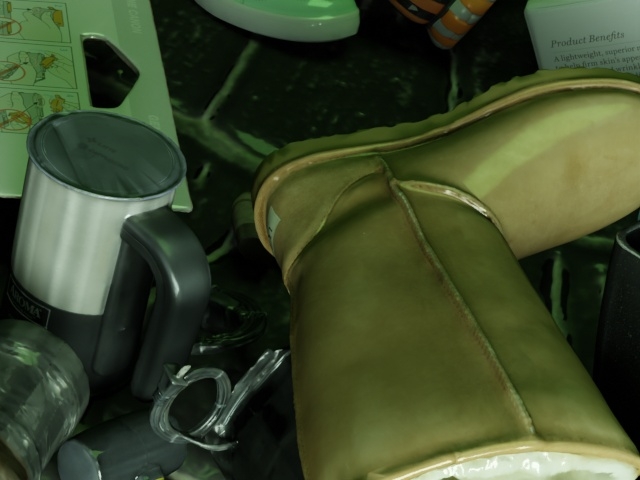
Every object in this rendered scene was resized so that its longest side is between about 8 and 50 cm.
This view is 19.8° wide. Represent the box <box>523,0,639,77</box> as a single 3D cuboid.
[{"bbox_3d":[0.258,-0.169,1.358,0.181,0.119,0.182,-7,29,18],"label":"box"}]

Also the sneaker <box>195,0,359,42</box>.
[{"bbox_3d":[-0.059,-0.260,1.386,0.256,0.151,0.094,38,37,27],"label":"sneaker"}]

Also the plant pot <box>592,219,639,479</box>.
[{"bbox_3d":[0.257,0.086,1.006,0.188,0.167,0.187,35,38,27],"label":"plant pot"}]

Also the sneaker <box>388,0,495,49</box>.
[{"bbox_3d":[0.094,-0.295,1.485,0.180,0.124,0.321,39,33,-6],"label":"sneaker"}]

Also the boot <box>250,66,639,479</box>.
[{"bbox_3d":[0.092,0.031,0.840,0.236,0.089,0.269,-16,32,-3],"label":"boot"}]

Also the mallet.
[{"bbox_3d":[-0.060,0.155,0.889,0.062,0.039,0.190,-11,46,-37],"label":"mallet"}]

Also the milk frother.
[{"bbox_3d":[-0.093,0.006,0.997,0.129,0.135,0.143,28,35,15],"label":"milk frother"}]

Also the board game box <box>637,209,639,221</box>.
[{"bbox_3d":[0.307,-0.003,1.278,0.168,0.033,0.133,24,34,9],"label":"board game box"}]

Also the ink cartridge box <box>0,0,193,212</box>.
[{"bbox_3d":[-0.229,-0.091,1.141,0.261,0.066,0.296,6,35,-16],"label":"ink cartridge box"}]

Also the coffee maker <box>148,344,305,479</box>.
[{"bbox_3d":[0.023,0.143,0.867,0.171,0.120,0.178,-6,41,-27],"label":"coffee maker"}]

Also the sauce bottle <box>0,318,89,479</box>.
[{"bbox_3d":[-0.186,0.152,0.767,0.111,0.111,0.344,18,33,2],"label":"sauce bottle"}]

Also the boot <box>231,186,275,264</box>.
[{"bbox_3d":[0.000,0.000,1.136,0.118,0.042,0.087,25,26,-1],"label":"boot"}]
